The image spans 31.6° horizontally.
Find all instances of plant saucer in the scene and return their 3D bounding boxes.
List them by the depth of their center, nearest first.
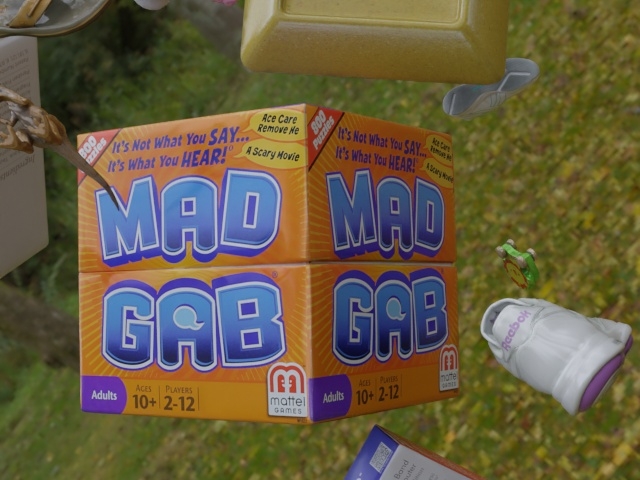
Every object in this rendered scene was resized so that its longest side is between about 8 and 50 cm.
[{"bbox_3d":[0.071,-0.368,1.382,0.081,0.333,0.332,24,-110,-83],"label":"plant saucer"}]

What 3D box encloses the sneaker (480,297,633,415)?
[{"bbox_3d":[0.261,0.109,1.255,0.114,0.152,0.305,-57,-15,3],"label":"sneaker"}]

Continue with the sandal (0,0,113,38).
[{"bbox_3d":[-0.293,-0.243,1.141,0.180,0.049,0.072,-6,57,6],"label":"sandal"}]

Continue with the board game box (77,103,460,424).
[{"bbox_3d":[-0.061,0.037,1.469,0.357,0.356,0.356,-3,87,34],"label":"board game box"}]

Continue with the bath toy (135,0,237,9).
[{"bbox_3d":[-0.111,-0.406,1.643,0.129,0.348,0.151,-143,49,-65],"label":"bath toy"}]

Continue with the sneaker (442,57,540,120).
[{"bbox_3d":[0.258,-0.223,1.678,0.152,0.061,0.053,-23,66,27],"label":"sneaker"}]

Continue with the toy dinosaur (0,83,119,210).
[{"bbox_3d":[-0.300,-0.116,1.262,0.064,0.211,0.112,-46,2,13],"label":"toy dinosaur"}]

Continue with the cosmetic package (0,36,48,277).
[{"bbox_3d":[-0.644,-0.131,1.709,0.327,0.330,0.393,-46,-34,-53],"label":"cosmetic package"}]

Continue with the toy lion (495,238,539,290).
[{"bbox_3d":[0.355,0.050,2.005,0.034,0.096,0.100,-34,26,-14],"label":"toy lion"}]

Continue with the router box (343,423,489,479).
[{"bbox_3d":[0.122,0.459,1.514,0.335,0.301,0.082,-61,24,0],"label":"router box"}]
